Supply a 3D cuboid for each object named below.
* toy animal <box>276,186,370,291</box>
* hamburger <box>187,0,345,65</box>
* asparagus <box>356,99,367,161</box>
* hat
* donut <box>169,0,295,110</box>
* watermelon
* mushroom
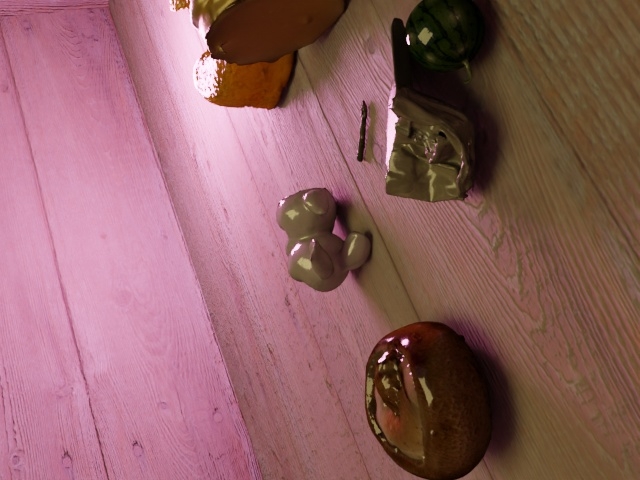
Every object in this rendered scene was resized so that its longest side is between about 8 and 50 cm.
[{"bbox_3d":[-0.002,-0.007,1.387,0.178,0.128,0.193,116,139,-55],"label":"toy animal"},{"bbox_3d":[-0.108,-0.457,1.227,0.276,0.277,0.236,-39,68,66],"label":"hamburger"},{"bbox_3d":[0.073,-0.189,1.250,0.015,0.014,0.114,35,135,36],"label":"asparagus"},{"bbox_3d":[0.153,-0.179,0.993,0.214,0.149,0.244,84,-160,-64],"label":"hat"},{"bbox_3d":[-0.201,-0.503,1.549,0.377,0.164,0.434,138,118,-64],"label":"donut"},{"bbox_3d":[0.157,-0.256,0.893,0.109,0.109,0.108,167,90,-68],"label":"watermelon"},{"bbox_3d":[0.161,0.240,1.083,0.253,0.154,0.253,170,90,-69],"label":"mushroom"}]
